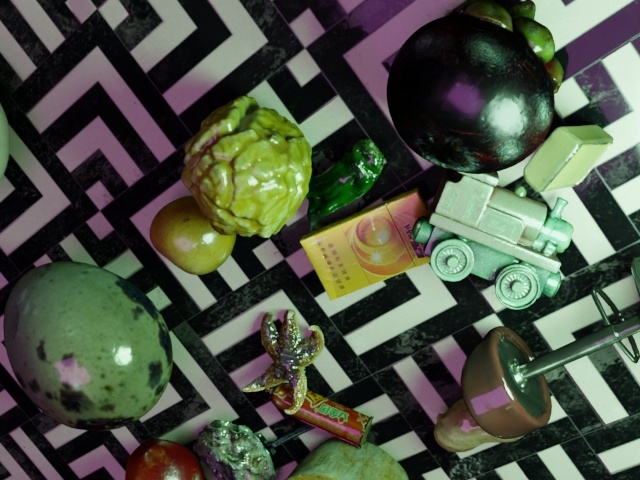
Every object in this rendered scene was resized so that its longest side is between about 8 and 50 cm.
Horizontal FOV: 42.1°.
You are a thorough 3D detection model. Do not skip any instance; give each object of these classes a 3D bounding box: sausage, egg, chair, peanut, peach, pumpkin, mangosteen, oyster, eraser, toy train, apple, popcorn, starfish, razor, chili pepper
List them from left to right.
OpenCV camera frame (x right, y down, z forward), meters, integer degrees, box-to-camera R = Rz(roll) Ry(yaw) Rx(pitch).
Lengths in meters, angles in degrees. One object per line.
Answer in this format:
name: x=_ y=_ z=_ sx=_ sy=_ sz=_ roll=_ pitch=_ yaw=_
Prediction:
egg: x=-0.539 y=0.237 z=1.917 sx=0.428 sy=0.345 sz=0.345 roll=43 pitch=121 yaw=13
peach: x=-0.398 y=0.607 z=2.109 sx=0.199 sy=0.243 sz=0.244 roll=-15 pitch=114 yaw=-20
apple: x=-0.275 y=-0.015 z=1.805 sx=0.182 sy=0.182 sz=0.155 roll=37 pitch=91 yaw=1
oyster: x=-0.206 y=0.572 z=2.069 sx=0.267 sy=0.112 sz=0.198 roll=42 pitch=122 yaw=6
popcorn: x=-0.147 y=-0.140 z=1.632 sx=0.282 sy=0.282 sz=0.247 roll=43 pitch=106 yaw=-2
starfish: x=-0.082 y=0.278 z=1.904 sx=0.215 sy=0.071 sz=0.238 roll=-18 pitch=83 yaw=20
razor: x=-0.070 y=0.474 z=2.023 sx=0.190 sy=0.033 sz=0.066 roll=-30 pitch=101 yaw=28
sausage: x=-0.011 y=0.398 z=1.940 sx=0.263 sy=0.083 sz=0.083 roll=21 pitch=119 yaw=12
toy train: x=0.000 y=0.000 z=1.778 sx=0.056 sy=0.038 sz=0.093 roll=19 pitch=119 yaw=15
chili pepper: x=0.038 y=-0.116 z=1.699 sx=0.224 sy=0.061 sz=0.098 roll=-38 pitch=96 yaw=29
pumpkin: x=0.073 y=0.629 z=1.960 sx=0.332 sy=0.199 sz=0.333 roll=12 pitch=118 yaw=24
mangosteen: x=0.260 y=-0.267 z=1.435 sx=0.300 sy=0.300 sz=0.300 roll=8 pitch=116 yaw=17
peanut: x=0.362 y=0.386 z=1.780 sx=0.263 sy=0.101 sz=0.117 roll=-17 pitch=126 yaw=26
toy train: x=0.337 y=-0.012 z=1.586 sx=0.304 sy=0.150 sz=0.222 roll=22 pitch=105 yaw=-1
eraser: x=0.437 y=-0.147 z=1.466 sx=0.058 sy=0.172 sz=0.117 roll=49 pitch=124 yaw=22
chair: x=0.475 y=0.215 z=1.588 sx=0.401 sy=0.226 sz=0.227 roll=-32 pitch=99 yaw=29

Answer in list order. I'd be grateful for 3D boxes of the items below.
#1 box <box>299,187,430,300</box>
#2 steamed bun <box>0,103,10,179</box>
box: x=0.109 y=0.009 z=1.714 sx=0.269 sy=0.043 sz=0.152 roll=-22 pitch=107 yaw=16
steamed bun: x=-0.860 y=-0.244 z=1.875 sx=0.374 sy=0.241 sz=0.375 roll=10 pitch=116 yaw=22
